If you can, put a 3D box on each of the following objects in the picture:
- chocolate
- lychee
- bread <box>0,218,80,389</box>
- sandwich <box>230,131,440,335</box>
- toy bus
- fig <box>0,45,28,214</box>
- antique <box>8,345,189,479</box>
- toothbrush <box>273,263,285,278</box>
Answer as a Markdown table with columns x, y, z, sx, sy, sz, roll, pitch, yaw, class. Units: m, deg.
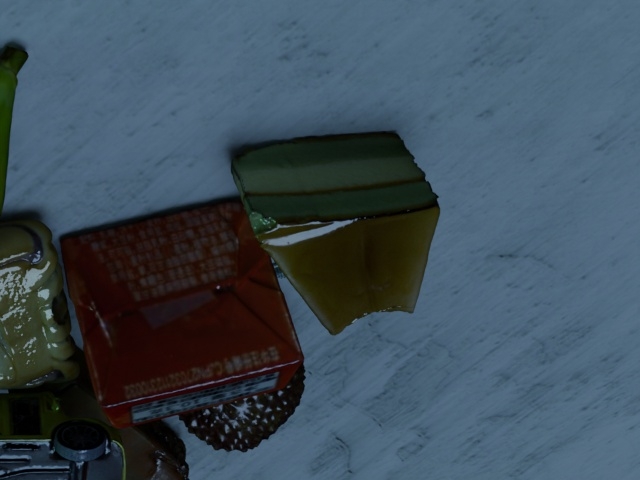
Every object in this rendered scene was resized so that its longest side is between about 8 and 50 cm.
| x | y | z | sx | sy | sz | roll | pitch | yaw | class |
| --- | --- | --- | --- | --- | --- | --- | --- | --- | --- |
| -0.164 | 0.089 | 1.728 | 0.237 | 0.234 | 0.108 | -13 | 147 | -14 | chocolate |
| -0.110 | 0.165 | 1.867 | 0.188 | 0.188 | 0.188 | -13 | 137 | -13 | lychee |
| -0.356 | 0.082 | 1.718 | 0.134 | 0.081 | 0.225 | -14 | 125 | -18 | bread |
| 0.000 | 0.000 | 1.760 | 0.227 | 0.155 | 0.198 | -5 | 132 | -20 | sandwich |
| -0.396 | 0.252 | 1.724 | 0.331 | 0.151 | 0.145 | 2 | 119 | -15 | toy bus |
| -0.433 | -0.059 | 1.499 | 0.233 | 0.233 | 0.314 | 8 | 101 | -31 | fig |
| -0.276 | 0.244 | 1.934 | 0.093 | 0.087 | 0.310 | -33 | 137 | 7 | antique |
| 0.043 | 0.008 | 1.893 | 0.220 | 0.019 | 0.016 | -18 | 141 | -8 | toothbrush |
